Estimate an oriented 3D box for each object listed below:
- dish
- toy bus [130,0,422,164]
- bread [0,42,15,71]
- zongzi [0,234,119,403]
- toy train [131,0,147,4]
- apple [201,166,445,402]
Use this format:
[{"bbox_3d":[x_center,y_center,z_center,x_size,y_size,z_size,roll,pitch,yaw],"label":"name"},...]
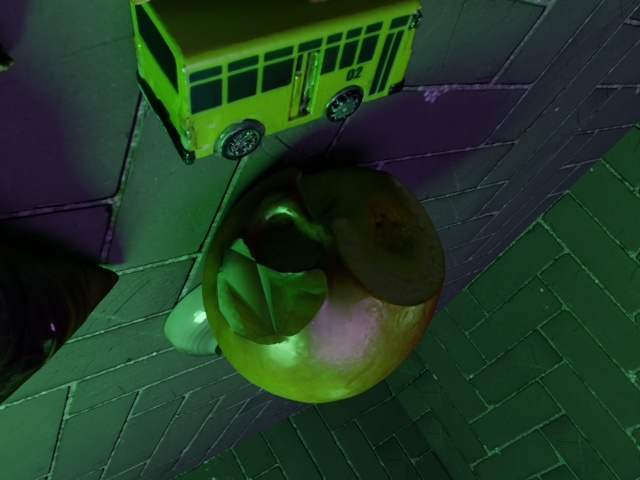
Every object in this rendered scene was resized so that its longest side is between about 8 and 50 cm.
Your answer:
[{"bbox_3d":[-0.154,0.169,1.059,0.273,0.134,0.273,-30,158,-14],"label":"dish"},{"bbox_3d":[-0.035,-0.190,0.514,0.262,0.128,0.150,-24,155,-23],"label":"toy bus"},{"bbox_3d":[-0.306,-0.120,0.362,0.147,0.127,0.152,-35,-169,-6],"label":"bread"},{"bbox_3d":[-0.430,0.147,0.544,0.403,0.208,0.432,-43,173,-2],"label":"zongzi"},{"bbox_3d":[-0.085,-0.256,0.391,0.188,0.072,0.099,-30,151,-11],"label":"toy train"},{"bbox_3d":[-0.002,0.050,0.824,0.384,0.374,0.374,-66,156,-3],"label":"apple"}]
